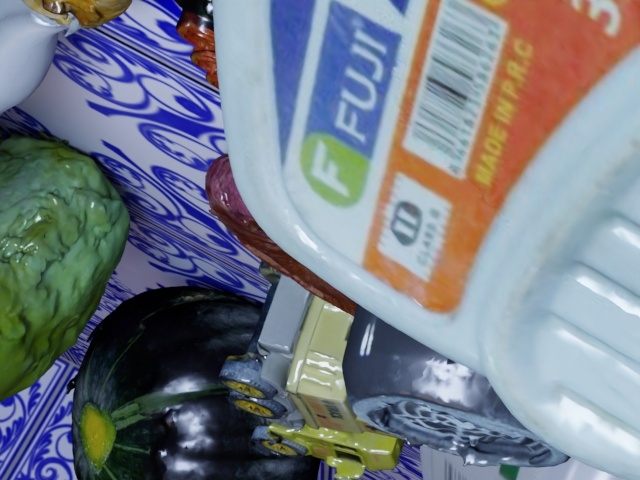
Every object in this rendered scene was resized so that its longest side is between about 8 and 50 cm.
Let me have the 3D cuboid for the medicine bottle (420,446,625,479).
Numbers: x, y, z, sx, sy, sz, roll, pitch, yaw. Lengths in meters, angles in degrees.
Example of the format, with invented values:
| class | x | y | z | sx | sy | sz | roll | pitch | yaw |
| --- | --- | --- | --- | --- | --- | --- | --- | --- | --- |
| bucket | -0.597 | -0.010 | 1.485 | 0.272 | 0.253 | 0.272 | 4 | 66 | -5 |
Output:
| class | x | y | z | sx | sy | sz | roll | pitch | yaw |
| --- | --- | --- | --- | --- | --- | --- | --- | --- | --- |
| medicine bottle | 0.186 | 0.128 | 0.823 | 0.208 | 0.208 | 0.340 | 33 | 180 | -15 |

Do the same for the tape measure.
| class | x | y | z | sx | sy | sz | roll | pitch | yaw |
| --- | --- | --- | --- | --- | --- | --- | --- | --- | --- |
| tape measure | 0.089 | -0.064 | 0.527 | 0.246 | 0.125 | 0.243 | 33 | 138 | 19 |

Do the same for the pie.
| class | x | y | z | sx | sy | sz | roll | pitch | yaw |
| --- | --- | --- | --- | --- | --- | --- | --- | --- | --- |
| pie | 0.000 | 0.000 | 1.247 | 0.182 | 0.049 | 0.182 | 33 | 169 | 7 |

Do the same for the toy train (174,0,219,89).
| class | x | y | z | sx | sy | sz | roll | pitch | yaw |
| --- | --- | --- | --- | --- | --- | --- | --- | --- | --- |
| toy train | -0.017 | -0.080 | 0.977 | 0.085 | 0.053 | 0.249 | 17 | 163 | 18 |

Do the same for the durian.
| class | x | y | z | sx | sy | sz | roll | pitch | yaw |
| --- | --- | --- | --- | --- | --- | --- | --- | --- | --- |
| durian | -0.290 | 0.025 | 1.533 | 0.204 | 0.339 | 0.256 | 40 | 140 | -2 |

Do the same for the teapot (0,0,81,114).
| class | x | y | z | sx | sy | sz | roll | pitch | yaw |
| --- | --- | --- | --- | --- | --- | --- | --- | --- | --- |
| teapot | -0.335 | -0.099 | 1.107 | 0.424 | 0.252 | 0.280 | -9 | 170 | 7 |

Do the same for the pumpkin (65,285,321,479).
| class | x | y | z | sx | sy | sz | roll | pitch | yaw |
| --- | --- | --- | --- | --- | --- | --- | --- | --- | --- |
| pumpkin | -0.101 | 0.187 | 1.738 | 0.296 | 0.296 | 0.296 | 28 | 167 | 7 |

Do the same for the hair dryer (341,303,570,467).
| class | x | y | z | sx | sy | sz | roll | pitch | yaw |
| --- | --- | --- | --- | --- | --- | --- | --- | --- | --- |
| hair dryer | 0.191 | 0.012 | 0.654 | 0.352 | 0.189 | 0.107 | 11 | 163 | 18 |

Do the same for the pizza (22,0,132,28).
| class | x | y | z | sx | sy | sz | roll | pitch | yaw |
| --- | --- | --- | --- | --- | --- | --- | --- | --- | --- |
| pizza | -0.188 | -0.175 | 0.931 | 0.226 | 0.069 | 0.147 | 32 | 169 | -26 |

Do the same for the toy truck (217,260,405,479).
| class | x | y | z | sx | sy | sz | roll | pitch | yaw |
| --- | --- | --- | --- | --- | --- | --- | --- | --- | --- |
| toy truck | 0.019 | 0.112 | 1.487 | 0.157 | 0.124 | 0.272 | 16 | 161 | 13 |
